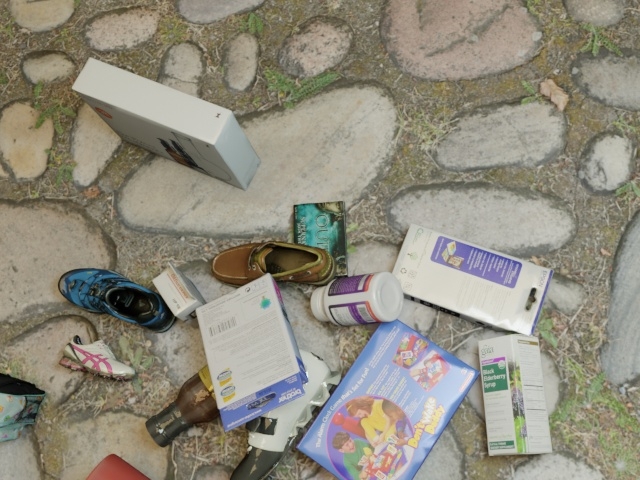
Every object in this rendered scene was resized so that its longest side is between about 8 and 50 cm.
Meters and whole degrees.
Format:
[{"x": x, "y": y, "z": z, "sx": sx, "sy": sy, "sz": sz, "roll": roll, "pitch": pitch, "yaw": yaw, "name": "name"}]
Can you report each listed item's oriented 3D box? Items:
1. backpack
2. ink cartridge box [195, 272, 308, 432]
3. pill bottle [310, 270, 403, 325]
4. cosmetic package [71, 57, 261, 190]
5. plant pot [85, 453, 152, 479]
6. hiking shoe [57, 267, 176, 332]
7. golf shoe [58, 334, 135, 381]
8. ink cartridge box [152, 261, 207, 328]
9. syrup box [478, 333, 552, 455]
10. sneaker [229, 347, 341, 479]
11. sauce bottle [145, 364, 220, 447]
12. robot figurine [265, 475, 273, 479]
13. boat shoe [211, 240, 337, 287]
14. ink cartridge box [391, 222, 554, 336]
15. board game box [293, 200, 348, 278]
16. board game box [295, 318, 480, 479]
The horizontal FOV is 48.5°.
[{"x": -0.734, "y": 0.363, "z": 1.575, "sx": 0.166, "sy": 0.188, "sz": 0.144, "roll": 19, "pitch": 75, "yaw": 13, "name": "backpack"}, {"x": -0.141, "y": 0.233, "z": 1.476, "sx": 0.185, "sy": 0.065, "sz": 0.311, "roll": -26, "pitch": 48, "yaw": 5, "name": "ink cartridge box"}, {"x": 0.074, "y": 0.131, "z": 1.546, "sx": 0.193, "sy": 0.108, "sz": 0.108, "roll": -11, "pitch": 66, "yaw": 41, "name": "pill bottle"}, {"x": -0.352, "y": -0.268, "z": 1.679, "sx": 0.377, "sy": 0.284, "sz": 0.097, "roll": 22, "pitch": 76, "yaw": 15, "name": "cosmetic package"}, {"x": -0.378, "y": 0.604, "z": 1.421, "sx": 0.243, "sy": 0.275, "sz": 0.275, "roll": 24, "pitch": 77, "yaw": 5, "name": "plant pot"}, {"x": -0.482, "y": 0.120, "z": 1.649, "sx": 0.304, "sy": 0.132, "sz": 0.113, "roll": 14, "pitch": 74, "yaw": 12, "name": "hiking shoe"}, {"x": -0.509, "y": 0.272, "z": 1.637, "sx": 0.186, "sy": 0.067, "sz": 0.086, "roll": 14, "pitch": 73, "yaw": 12, "name": "golf shoe"}, {"x": -0.313, "y": 0.124, "z": 1.599, "sx": 0.060, "sy": 0.180, "sz": 0.104, "roll": -36, "pitch": 70, "yaw": -5, "name": "ink cartridge box"}, {"x": 0.398, "y": 0.318, "z": 1.463, "sx": 0.096, "sy": 0.093, "sz": 0.237, "roll": 11, "pitch": 68, "yaw": -35, "name": "syrup box"}, {"x": -0.111, "y": 0.370, "z": 1.499, "sx": 0.146, "sy": 0.122, "sz": 0.330, "roll": 40, "pitch": 76, "yaw": -11, "name": "sneaker"}, {"x": -0.226, "y": 0.319, "z": 1.560, "sx": 0.344, "sy": 0.111, "sz": 0.111, "roll": -35, "pitch": 71, "yaw": -5, "name": "sauce bottle"}, {"x": -0.104, "y": 0.636, "z": 1.452, "sx": 0.211, "sy": 0.085, "sz": 0.291, "roll": 23, "pitch": 77, "yaw": 13, "name": "robot figurine"}, {"x": -0.121, "y": 0.044, "z": 1.621, "sx": 0.307, "sy": 0.104, "sz": 0.111, "roll": -4, "pitch": 71, "yaw": 18, "name": "boat shoe"}, {"x": 0.330, "y": 0.091, "z": 1.583, "sx": 0.332, "sy": 0.065, "sz": 0.165, "roll": 20, "pitch": 76, "yaw": 15, "name": "ink cartridge box"}, {"x": 0.000, "y": 0.000, "z": 1.678, "sx": 0.126, "sy": 0.026, "sz": 0.186, "roll": -5, "pitch": 71, "yaw": 7, "name": "board game box"}, {"x": 0.145, "y": 0.363, "z": 1.511, "sx": 0.233, "sy": 0.078, "sz": 0.347, "roll": 33, "pitch": 79, "yaw": 17, "name": "board game box"}]
